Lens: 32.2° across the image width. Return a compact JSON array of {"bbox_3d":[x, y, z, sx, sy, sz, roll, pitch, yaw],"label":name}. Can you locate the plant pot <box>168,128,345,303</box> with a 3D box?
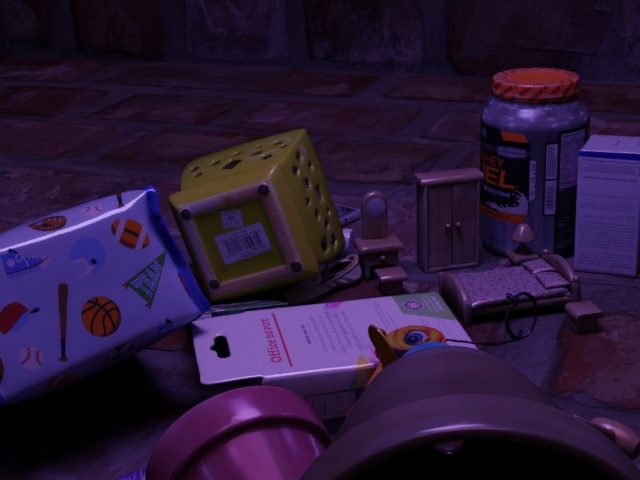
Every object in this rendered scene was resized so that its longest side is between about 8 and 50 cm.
[{"bbox_3d":[-0.108,-0.030,1.810,0.228,0.227,0.207,-16,16,15],"label":"plant pot"}]

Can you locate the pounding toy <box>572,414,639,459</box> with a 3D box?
[{"bbox_3d":[0.214,0.237,1.227,0.269,0.155,0.154,-18,28,-32],"label":"pounding toy"}]

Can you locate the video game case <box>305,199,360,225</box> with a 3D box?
[{"bbox_3d":[-0.046,-0.045,2.206,0.190,0.022,0.173,13,26,37],"label":"video game case"}]

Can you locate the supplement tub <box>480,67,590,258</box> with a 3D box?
[{"bbox_3d":[0.384,-0.141,1.995,0.193,0.316,0.193,-2,20,1],"label":"supplement tub"}]

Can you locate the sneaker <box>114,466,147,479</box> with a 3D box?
[{"bbox_3d":[-0.226,0.308,1.246,0.071,0.068,0.170,-12,8,19],"label":"sneaker"}]

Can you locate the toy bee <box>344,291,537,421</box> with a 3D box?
[{"bbox_3d":[0.107,0.169,1.292,0.162,0.195,0.298,11,22,40],"label":"toy bee"}]

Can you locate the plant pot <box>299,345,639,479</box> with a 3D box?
[{"bbox_3d":[0.120,0.237,0.973,0.323,0.323,0.280,-2,20,2],"label":"plant pot"}]

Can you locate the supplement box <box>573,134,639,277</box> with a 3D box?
[{"bbox_3d":[0.504,-0.061,1.906,0.114,0.220,0.111,5,21,23],"label":"supplement box"}]

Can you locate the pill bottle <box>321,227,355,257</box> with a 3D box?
[{"bbox_3d":[0.000,0.000,2.013,0.120,0.067,0.067,4,21,17],"label":"pill bottle"}]

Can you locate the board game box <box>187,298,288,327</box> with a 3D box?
[{"bbox_3d":[-0.132,0.110,1.661,0.136,0.030,0.259,-4,-1,-10],"label":"board game box"}]

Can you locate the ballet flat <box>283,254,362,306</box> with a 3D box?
[{"bbox_3d":[0.000,0.062,1.867,0.168,0.052,0.057,-20,27,-39],"label":"ballet flat"}]

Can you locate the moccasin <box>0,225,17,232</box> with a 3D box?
[{"bbox_3d":[-0.605,0.075,1.804,0.147,0.139,0.380,14,34,16],"label":"moccasin"}]

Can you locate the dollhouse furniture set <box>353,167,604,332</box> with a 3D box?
[{"bbox_3d":[0.242,0.017,1.791,0.303,0.174,0.355,-7,21,-11],"label":"dollhouse furniture set"}]

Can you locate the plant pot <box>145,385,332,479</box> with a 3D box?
[{"bbox_3d":[-0.056,0.279,1.125,0.201,0.201,0.180,-11,38,-23],"label":"plant pot"}]

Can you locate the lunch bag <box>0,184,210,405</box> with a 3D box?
[{"bbox_3d":[-0.396,0.093,1.530,0.328,0.239,0.385,-21,-3,-31],"label":"lunch bag"}]

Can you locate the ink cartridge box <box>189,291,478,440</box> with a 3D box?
[{"bbox_3d":[0.013,0.175,1.468,0.353,0.119,0.207,-5,21,-9],"label":"ink cartridge box"}]
